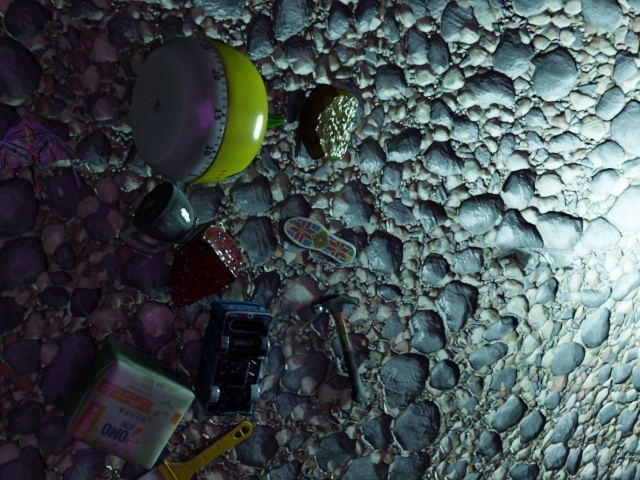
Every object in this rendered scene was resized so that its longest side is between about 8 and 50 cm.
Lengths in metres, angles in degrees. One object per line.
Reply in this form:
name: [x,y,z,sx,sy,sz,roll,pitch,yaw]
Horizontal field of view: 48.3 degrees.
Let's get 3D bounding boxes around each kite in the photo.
kite: [-0.536,-0.154,1.323,0.182,0.010,0.160,-12,103,-24]

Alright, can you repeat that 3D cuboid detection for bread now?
bread: [0.008,-0.244,1.479,0.086,0.125,0.156,5,102,-33]

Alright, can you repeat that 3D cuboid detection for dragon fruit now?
dragon fruit: [-0.248,0.046,1.450,0.161,0.127,0.121,-31,110,9]

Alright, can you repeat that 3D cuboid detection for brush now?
brush: [-0.268,0.489,1.589,0.272,0.013,0.103,-32,113,-15]

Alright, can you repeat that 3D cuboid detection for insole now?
insole: [0.000,0.000,1.595,0.193,0.006,0.065,29,90,-26]

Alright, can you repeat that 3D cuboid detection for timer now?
timer: [-0.186,-0.234,1.331,0.285,0.285,0.285,-6,104,-22]

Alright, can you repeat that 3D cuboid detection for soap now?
soap: [-0.385,0.326,1.430,0.199,0.138,0.182,34,89,-27]

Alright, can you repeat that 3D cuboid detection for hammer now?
hammer: [0.061,0.257,1.668,0.111,0.033,0.288,-20,110,-17]

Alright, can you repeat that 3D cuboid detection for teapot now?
teapot: [-0.306,-0.029,1.399,0.108,0.111,0.149,42,81,-35]

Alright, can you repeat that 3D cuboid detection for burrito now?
burrito: [0.584,0.048,1.833,0.203,0.064,0.064,3,101,-24]

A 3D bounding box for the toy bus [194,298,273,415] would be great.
toy bus: [-0.186,0.239,1.499,0.116,0.133,0.234,7,104,-25]
